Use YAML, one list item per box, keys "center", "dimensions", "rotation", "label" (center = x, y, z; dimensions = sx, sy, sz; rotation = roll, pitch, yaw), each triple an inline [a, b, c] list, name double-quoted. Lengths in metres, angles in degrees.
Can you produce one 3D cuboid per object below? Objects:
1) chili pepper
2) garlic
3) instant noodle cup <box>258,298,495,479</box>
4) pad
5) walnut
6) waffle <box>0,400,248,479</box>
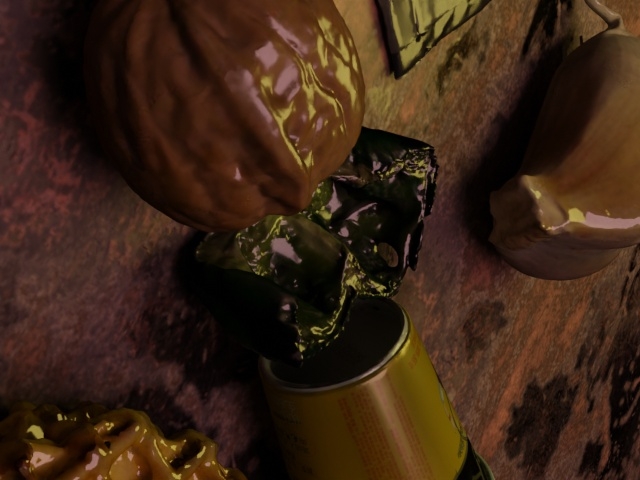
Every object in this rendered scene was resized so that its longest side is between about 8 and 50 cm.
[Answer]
- center: [0.001, 0.002, 0.874]
  dimensions: [0.264, 0.148, 0.116]
  rotation: [-47, 162, -30]
  label: "chili pepper"
- center: [0.327, -0.108, 1.208]
  dimensions: [0.246, 0.231, 0.340]
  rotation: [19, 68, -9]
  label: "garlic"
- center: [0.043, 0.185, 0.951]
  dimensions: [0.215, 0.216, 0.236]
  rotation: [-40, 123, -33]
  label: "instant noodle cup"
- center: [0.129, -0.292, 0.988]
  dimensions: [0.233, 0.022, 0.174]
  rotation: [-43, 135, -29]
  label: "pad"
- center: [-0.065, -0.105, 0.699]
  dimensions: [0.213, 0.213, 0.213]
  rotation: [-22, 121, -44]
  label: "walnut"
- center: [-0.182, 0.270, 0.688]
  dimensions: [0.261, 0.151, 0.324]
  rotation: [37, 57, -40]
  label: "waffle"
